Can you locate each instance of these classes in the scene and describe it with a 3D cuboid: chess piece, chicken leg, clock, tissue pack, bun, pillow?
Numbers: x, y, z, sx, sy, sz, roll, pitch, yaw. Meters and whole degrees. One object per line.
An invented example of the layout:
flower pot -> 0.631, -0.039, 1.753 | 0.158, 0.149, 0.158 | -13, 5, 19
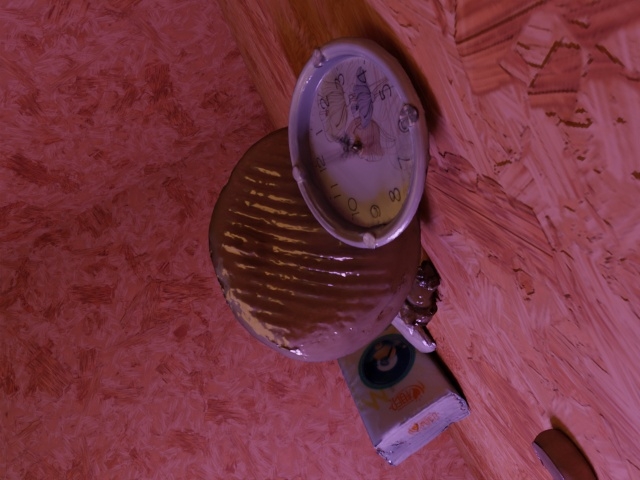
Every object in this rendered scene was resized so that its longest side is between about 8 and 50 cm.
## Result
chess piece -> 0.310, 0.284, 0.596 | 0.083, 0.038, 0.083 | 60, 177, 5
chicken leg -> 0.183, 0.101, 0.888 | 0.196, 0.081, 0.125 | 84, 170, -85
clock -> 0.045, -0.108, 0.539 | 0.236, 0.053, 0.236 | 31, 129, 47
tissue pack -> 0.234, 0.438, 1.446 | 0.162, 0.287, 0.388 | 49, -175, -30
bun -> 0.000, 0.000, 0.734 | 0.234, 0.326, 0.361 | 10, -117, -63
pillow -> 0.239, 0.236, 1.351 | 0.229, 0.051, 0.128 | 44, 164, 16
